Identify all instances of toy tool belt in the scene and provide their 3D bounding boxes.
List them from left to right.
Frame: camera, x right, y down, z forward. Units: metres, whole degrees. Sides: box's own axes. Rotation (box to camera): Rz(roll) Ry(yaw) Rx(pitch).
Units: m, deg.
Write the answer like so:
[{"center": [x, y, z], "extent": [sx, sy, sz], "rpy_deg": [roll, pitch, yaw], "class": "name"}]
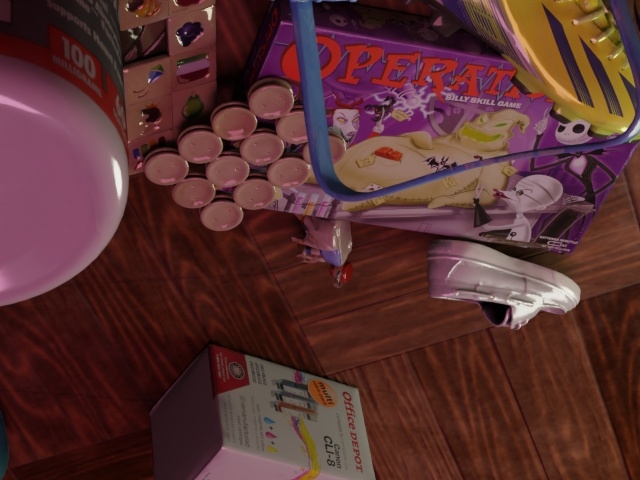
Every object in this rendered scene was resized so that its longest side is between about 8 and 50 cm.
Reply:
[{"center": [0.000, 0.000, 1.692], "extent": [0.051, 0.052, 0.083], "rpy_deg": [14, 139, 21], "class": "toy tool belt"}]

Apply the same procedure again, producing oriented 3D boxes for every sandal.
[{"center": [-0.213, -0.128, 1.505], "extent": [0.219, 0.060, 0.090], "rpy_deg": [-37, 142, 8], "class": "sandal"}]

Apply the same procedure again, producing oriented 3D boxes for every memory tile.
[{"center": [-0.062, -0.069, 1.560], "extent": [0.148, 0.012, 0.113], "rpy_deg": [-31, 133, 22], "class": "memory tile"}]

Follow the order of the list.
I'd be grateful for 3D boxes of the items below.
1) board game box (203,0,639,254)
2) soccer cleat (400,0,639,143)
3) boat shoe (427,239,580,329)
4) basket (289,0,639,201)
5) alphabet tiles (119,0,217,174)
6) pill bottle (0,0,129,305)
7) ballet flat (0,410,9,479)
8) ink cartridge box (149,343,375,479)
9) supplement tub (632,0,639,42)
[{"center": [0.095, -0.093, 1.605], "extent": [0.346, 0.056, 0.208], "rpy_deg": [8, 131, -18], "class": "board game box"}, {"center": [0.181, -0.177, 1.468], "extent": [0.289, 0.093, 0.121], "rpy_deg": [32, 112, -22], "class": "soccer cleat"}, {"center": [0.167, 0.048, 1.728], "extent": [0.066, 0.063, 0.184], "rpy_deg": [1, 166, 43], "class": "boat shoe"}, {"center": [0.080, -0.184, 1.295], "extent": [0.254, 0.289, 0.201], "rpy_deg": [-13, -176, 30], "class": "basket"}, {"center": [-0.192, -0.110, 1.482], "extent": [0.237, 0.009, 0.198], "rpy_deg": [-17, 141, -17], "class": "alphabet tiles"}, {"center": [-0.236, -0.150, 1.244], "extent": [0.210, 0.363, 0.210], "rpy_deg": [-5, 138, -4], "class": "pill bottle"}, {"center": [-0.358, 0.139, 1.760], "extent": [0.087, 0.083, 0.247], "rpy_deg": [8, 140, 17], "class": "ballet flat"}, {"center": [-0.057, 0.203, 1.834], "extent": [0.176, 0.128, 0.127], "rpy_deg": [19, 130, -29], "class": "ink cartridge box"}, {"center": [0.339, -0.262, 1.320], "extent": [0.241, 0.241, 0.331], "rpy_deg": [-9, 138, 0], "class": "supplement tub"}]
